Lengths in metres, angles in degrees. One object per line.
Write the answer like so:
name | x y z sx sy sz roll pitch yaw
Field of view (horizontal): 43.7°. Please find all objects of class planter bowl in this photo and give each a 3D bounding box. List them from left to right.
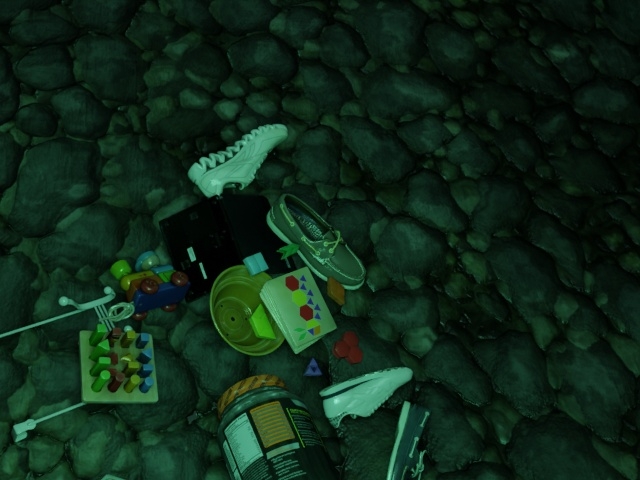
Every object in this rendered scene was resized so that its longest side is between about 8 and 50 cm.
planter bowl | -0.185 0.173 1.867 0.217 0.090 0.217 19 58 -33

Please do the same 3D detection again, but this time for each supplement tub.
supplement tub | -0.088 0.459 1.657 0.207 0.207 0.338 -12 47 -19

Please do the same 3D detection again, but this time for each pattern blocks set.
pattern blocks set | -0.049 0.164 1.896 0.285 0.026 0.325 -9 73 -38

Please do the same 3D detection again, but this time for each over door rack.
over door rack | -0.557 0.257 1.741 0.324 0.108 0.239 -23 69 -23

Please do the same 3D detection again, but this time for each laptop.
laptop | -0.232 0.016 2.001 0.264 0.136 0.234 -25 68 3

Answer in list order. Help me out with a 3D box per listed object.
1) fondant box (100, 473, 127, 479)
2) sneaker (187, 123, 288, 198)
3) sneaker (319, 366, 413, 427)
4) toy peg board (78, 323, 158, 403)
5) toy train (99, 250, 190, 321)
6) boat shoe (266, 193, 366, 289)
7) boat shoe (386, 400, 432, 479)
fondant box | -0.303 0.572 1.544 0.330 0.238 0.096 19 88 0
sneaker | -0.197 -0.203 2.081 0.292 0.110 0.118 -33 82 -18
sneaker | 0.114 0.360 1.872 0.235 0.090 0.095 -16 80 -17
toy peg board | -0.417 0.254 1.686 0.160 0.079 0.161 7 54 -31
toy train | -0.433 0.102 1.819 0.248 0.105 0.143 -13 51 -48
boat shoe | -0.002 0.002 2.009 0.305 0.091 0.109 41 49 5
boat shoe | 0.199 0.489 1.811 0.079 0.095 0.254 13 51 6
